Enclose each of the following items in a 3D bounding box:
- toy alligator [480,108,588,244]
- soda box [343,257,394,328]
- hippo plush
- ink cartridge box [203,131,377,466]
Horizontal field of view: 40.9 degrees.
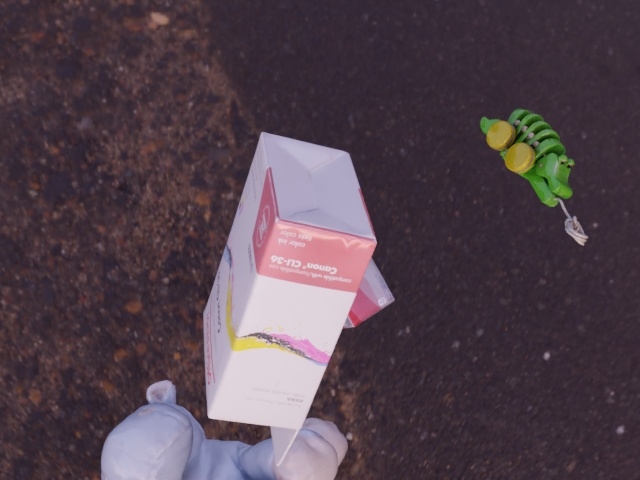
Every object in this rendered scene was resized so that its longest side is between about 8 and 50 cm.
[{"bbox_3d":[0.213,-0.074,0.812,0.056,0.051,0.190,21,29,-39],"label":"toy alligator"},{"bbox_3d":[0.000,0.000,1.276,0.083,0.092,0.263,-31,93,-24],"label":"soda box"},{"bbox_3d":[-0.123,0.257,1.010,0.236,0.294,0.234,38,87,5],"label":"hippo plush"},{"bbox_3d":[-0.033,0.044,0.578,0.067,0.198,0.115,11,31,-15],"label":"ink cartridge box"}]
